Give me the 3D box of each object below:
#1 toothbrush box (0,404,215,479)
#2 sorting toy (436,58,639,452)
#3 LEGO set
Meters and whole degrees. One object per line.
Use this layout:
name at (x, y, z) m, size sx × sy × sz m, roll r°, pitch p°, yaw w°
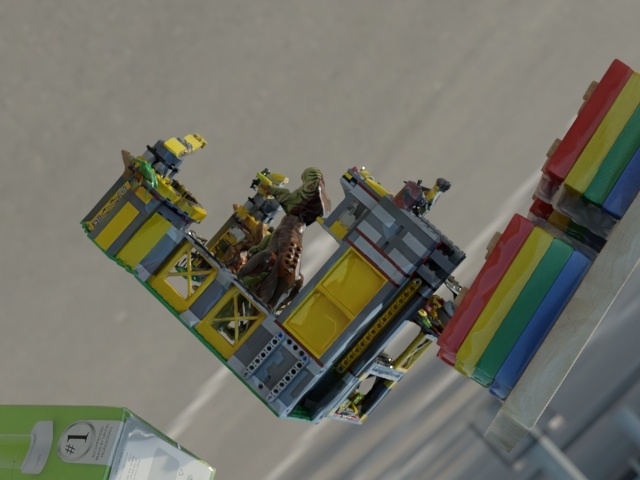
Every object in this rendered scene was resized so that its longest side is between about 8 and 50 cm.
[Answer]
toothbrush box at (-0.242, 0.234, 1.440) m, size 0.122 × 0.283 × 0.206 m, roll 43°, pitch 53°, yaw -47°
sorting toy at (0.169, 0.010, 1.372) m, size 0.255 × 0.089 × 0.257 m, roll -57°, pitch 173°, yaw -7°
LEGO set at (0.000, 0.000, 1.452) m, size 0.192 × 0.255 × 0.331 m, roll -48°, pitch 154°, yaw 5°
